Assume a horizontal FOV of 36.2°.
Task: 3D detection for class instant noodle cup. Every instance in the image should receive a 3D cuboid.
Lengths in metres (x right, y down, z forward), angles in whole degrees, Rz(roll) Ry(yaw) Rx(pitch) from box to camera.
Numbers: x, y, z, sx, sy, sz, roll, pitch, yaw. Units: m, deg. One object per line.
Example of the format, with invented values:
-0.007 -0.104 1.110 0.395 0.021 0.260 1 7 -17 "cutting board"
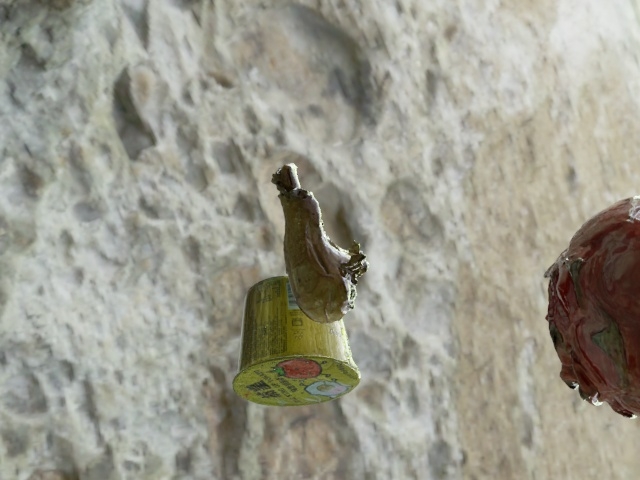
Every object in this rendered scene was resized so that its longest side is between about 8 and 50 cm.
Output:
-0.037 0.141 1.412 0.182 0.182 0.144 30 -134 -43 "instant noodle cup"

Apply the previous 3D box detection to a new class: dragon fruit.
0.346 0.067 0.956 0.241 0.252 0.240 -19 -65 -49 "dragon fruit"

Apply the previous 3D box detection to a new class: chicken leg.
-0.003 0.001 1.198 0.085 0.101 0.207 -124 15 -80 "chicken leg"
